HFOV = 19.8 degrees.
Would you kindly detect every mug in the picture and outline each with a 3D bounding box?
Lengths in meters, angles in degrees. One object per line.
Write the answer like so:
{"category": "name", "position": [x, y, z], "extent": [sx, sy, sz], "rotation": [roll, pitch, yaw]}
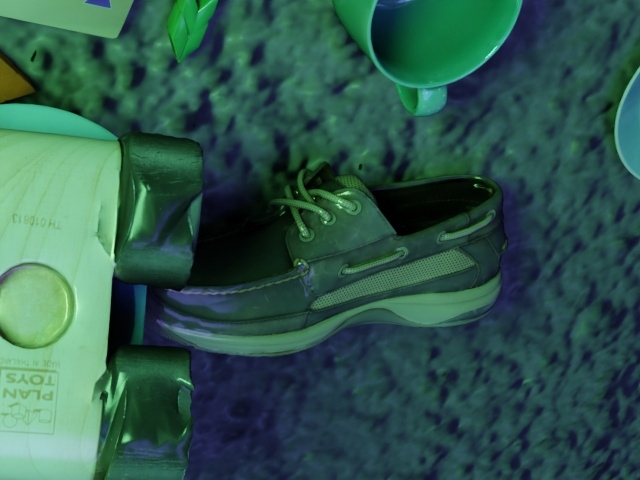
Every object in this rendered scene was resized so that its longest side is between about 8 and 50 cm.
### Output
{"category": "mug", "position": [0.066, -0.182, 1.365], "extent": [0.129, 0.097, 0.157], "rotation": [17, 117, -38]}

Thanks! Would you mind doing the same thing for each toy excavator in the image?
{"category": "toy excavator", "position": [-0.239, 0.125, 1.368], "extent": [0.222, 0.445, 0.433], "rotation": [5, 87, -13]}

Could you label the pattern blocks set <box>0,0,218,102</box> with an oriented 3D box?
{"category": "pattern blocks set", "position": [-0.195, -0.217, 1.239], "extent": [0.325, 0.026, 0.285], "rotation": [17, 116, -38]}

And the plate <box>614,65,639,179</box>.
{"category": "plate", "position": [0.336, -0.130, 1.611], "extent": [0.188, 0.024, 0.188], "rotation": [-15, 131, -18]}

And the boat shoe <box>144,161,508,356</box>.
{"category": "boat shoe", "position": [0.000, 0.000, 1.473], "extent": [0.355, 0.132, 0.130], "rotation": [-7, 119, -35]}
